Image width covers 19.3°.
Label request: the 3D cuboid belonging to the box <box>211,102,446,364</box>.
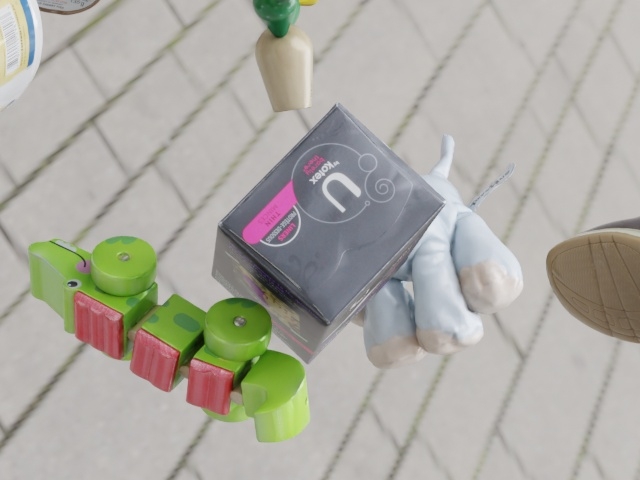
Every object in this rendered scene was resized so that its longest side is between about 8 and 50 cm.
[{"bbox_3d":[0.000,0.000,1.811,0.143,0.165,0.270,43,-12,4],"label":"box"}]

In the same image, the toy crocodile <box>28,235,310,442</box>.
[{"bbox_3d":[-0.152,0.095,1.824,0.341,0.115,0.105,27,44,20],"label":"toy crocodile"}]

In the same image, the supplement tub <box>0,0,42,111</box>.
[{"bbox_3d":[-0.285,-0.120,1.228,0.144,0.144,0.199,56,27,-9],"label":"supplement tub"}]

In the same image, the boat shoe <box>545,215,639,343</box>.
[{"bbox_3d":[0.306,0.016,1.492,0.092,0.285,0.102,-34,105,-37],"label":"boat shoe"}]

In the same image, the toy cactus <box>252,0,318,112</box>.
[{"bbox_3d":[-0.029,-0.202,1.609,0.219,0.112,0.180,-163,-116,-79],"label":"toy cactus"}]

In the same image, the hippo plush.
[{"bbox_3d":[0.091,-0.014,2.143,0.234,0.294,0.236,27,-6,44],"label":"hippo plush"}]

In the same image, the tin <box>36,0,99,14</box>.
[{"bbox_3d":[-0.253,-0.293,1.882,0.106,0.189,0.040,7,57,-20],"label":"tin"}]
